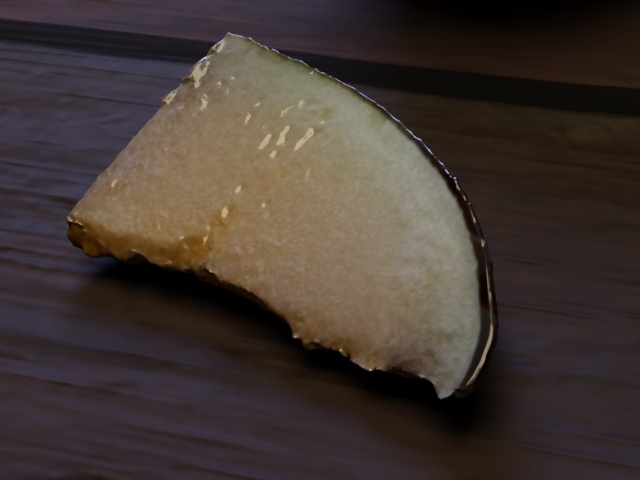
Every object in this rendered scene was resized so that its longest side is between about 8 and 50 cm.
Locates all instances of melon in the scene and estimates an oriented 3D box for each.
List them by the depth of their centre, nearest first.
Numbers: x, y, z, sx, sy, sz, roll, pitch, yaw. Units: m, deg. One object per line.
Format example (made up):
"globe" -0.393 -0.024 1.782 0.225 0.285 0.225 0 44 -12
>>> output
"melon" 0.003 -0.006 0.673 0.182 0.054 0.098 22 55 34
